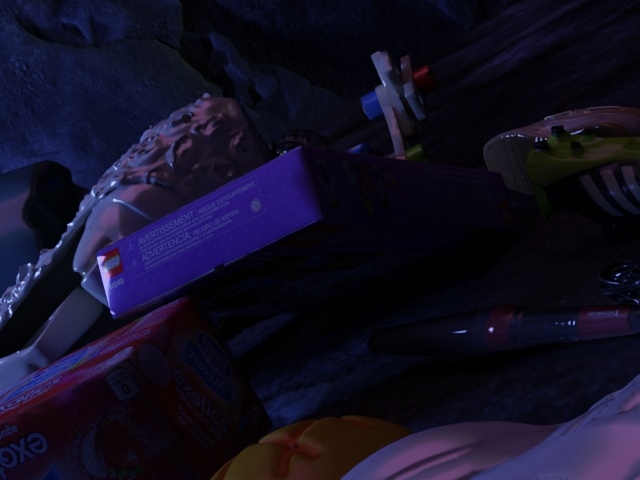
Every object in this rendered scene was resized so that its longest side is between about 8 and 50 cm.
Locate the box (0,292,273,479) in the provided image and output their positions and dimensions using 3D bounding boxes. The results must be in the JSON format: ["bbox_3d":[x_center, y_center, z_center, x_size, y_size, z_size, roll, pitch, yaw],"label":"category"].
[{"bbox_3d":[-0.179,0.156,0.984,0.256,0.123,0.128,-27,10,22],"label":"box"}]

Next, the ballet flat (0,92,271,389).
[{"bbox_3d":[-0.189,0.056,1.173,0.409,0.147,0.147,-47,3,20],"label":"ballet flat"}]

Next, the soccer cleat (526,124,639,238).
[{"bbox_3d":[0.221,-0.036,0.937,0.179,0.072,0.060,9,35,42],"label":"soccer cleat"}]

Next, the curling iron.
[{"bbox_3d":[0.123,0.050,0.854,0.068,0.035,0.274,-33,9,-40],"label":"curling iron"}]

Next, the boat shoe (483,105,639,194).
[{"bbox_3d":[0.215,-0.081,1.194,0.059,0.063,0.170,-34,19,-34],"label":"boat shoe"}]

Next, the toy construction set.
[{"bbox_3d":[0.009,-0.062,1.524,0.327,0.151,0.215,-40,6,16],"label":"toy construction set"}]

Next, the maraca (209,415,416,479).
[{"bbox_3d":[-0.021,0.144,0.609,0.185,0.099,0.127,-34,-16,-1],"label":"maraca"}]

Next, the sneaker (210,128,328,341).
[{"bbox_3d":[-0.063,0.043,1.304,0.300,0.121,0.111,-52,37,-13],"label":"sneaker"}]

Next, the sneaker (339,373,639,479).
[{"bbox_3d":[0.131,0.095,0.449,0.305,0.114,0.152,-33,22,15],"label":"sneaker"}]

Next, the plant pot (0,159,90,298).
[{"bbox_3d":[-0.399,0.085,1.535,0.334,0.341,0.341,-22,11,10],"label":"plant pot"}]

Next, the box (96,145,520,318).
[{"bbox_3d":[0.000,0.000,1.077,0.201,0.057,0.293,-25,-15,31],"label":"box"}]
